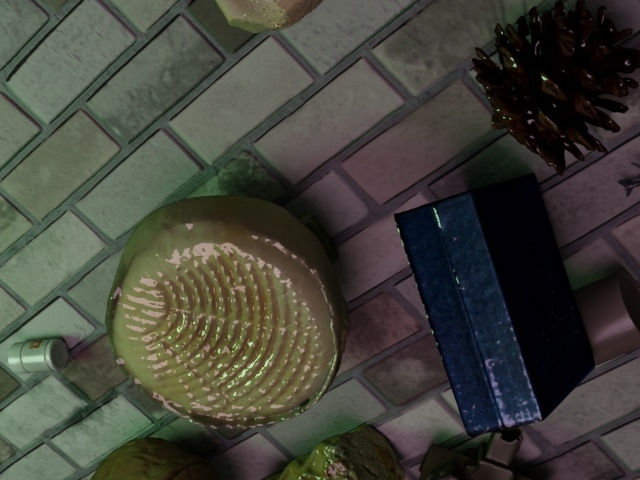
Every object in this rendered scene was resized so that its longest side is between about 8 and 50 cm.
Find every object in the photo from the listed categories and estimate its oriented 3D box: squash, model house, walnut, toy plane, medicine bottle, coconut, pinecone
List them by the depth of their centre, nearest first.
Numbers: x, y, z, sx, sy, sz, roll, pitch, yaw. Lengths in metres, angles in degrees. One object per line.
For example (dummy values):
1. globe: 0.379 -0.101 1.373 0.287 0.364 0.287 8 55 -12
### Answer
1. pinecone: 0.281 -0.189 1.277 0.208 0.208 0.207 8 126 12
2. coconut: -0.072 -0.337 1.308 0.147 0.147 0.152 -14 123 25
3. toy plane: 0.427 -0.081 1.406 0.084 0.024 0.078 -19 135 28
4. squash: 0.000 0.000 1.592 0.027 0.027 0.083 -25 115 30
5. model house: 0.254 0.409 1.712 0.211 0.204 0.243 19 110 4
6. medicine bottle: -0.482 0.198 1.862 0.089 0.057 0.057 -8 121 21
7. walnut: -0.281 0.496 1.882 0.252 0.277 0.313 2 127 -31

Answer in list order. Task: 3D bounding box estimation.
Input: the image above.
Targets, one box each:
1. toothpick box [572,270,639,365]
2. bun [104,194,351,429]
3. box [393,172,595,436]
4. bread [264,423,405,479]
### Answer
1. toothpick box: 0.360 0.126 1.517 0.181 0.111 0.111 -28 112 30
2. bun: -0.129 0.088 1.586 0.364 0.202 0.364 4 121 7
3. box: 0.229 0.070 1.364 0.116 0.261 0.279 -17 90 27
4. bread: 0.001 0.420 1.826 0.152 0.130 0.268 36 127 -20
